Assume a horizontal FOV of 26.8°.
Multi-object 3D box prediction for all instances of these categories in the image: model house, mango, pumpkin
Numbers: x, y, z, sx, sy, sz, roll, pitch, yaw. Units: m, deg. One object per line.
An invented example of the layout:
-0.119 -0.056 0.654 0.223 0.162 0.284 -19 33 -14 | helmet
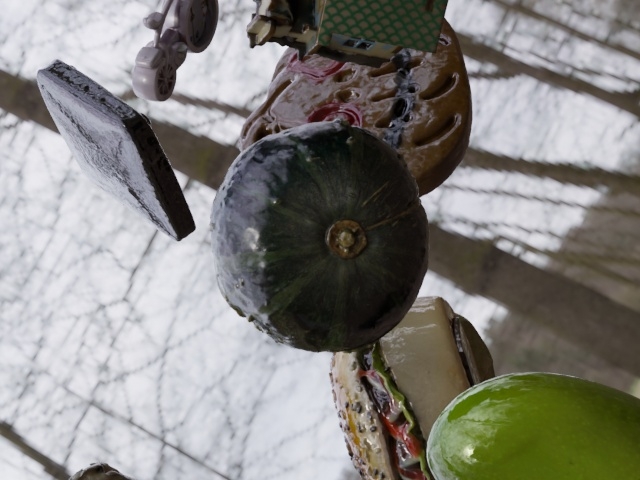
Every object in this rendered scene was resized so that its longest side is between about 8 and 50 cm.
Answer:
0.034 -0.287 1.027 0.206 0.178 0.271 152 126 -62 | model house
0.224 0.207 1.068 0.175 0.293 0.143 -56 3 14 | mango
0.000 -0.001 1.097 0.190 0.190 0.146 -58 0 -16 | pumpkin

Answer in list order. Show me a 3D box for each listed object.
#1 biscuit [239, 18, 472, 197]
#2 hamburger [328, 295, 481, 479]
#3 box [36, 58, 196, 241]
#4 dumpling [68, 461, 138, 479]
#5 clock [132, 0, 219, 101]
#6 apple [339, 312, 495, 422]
0.040 -0.176 1.755 0.063 0.314 0.367 65 -166 -46 | biscuit
0.115 0.207 1.666 0.176 0.300 0.300 -19 -12 9 | hamburger
-0.339 -0.151 2.253 0.073 0.289 0.290 -42 -40 -20 | box
-0.273 0.398 1.768 0.172 0.142 0.247 -55 -44 -22 | dumpling
-0.134 -0.187 1.208 0.087 0.041 0.129 73 -144 -53 | clock
0.156 0.244 2.131 0.279 0.279 0.279 -55 -17 -26 | apple
